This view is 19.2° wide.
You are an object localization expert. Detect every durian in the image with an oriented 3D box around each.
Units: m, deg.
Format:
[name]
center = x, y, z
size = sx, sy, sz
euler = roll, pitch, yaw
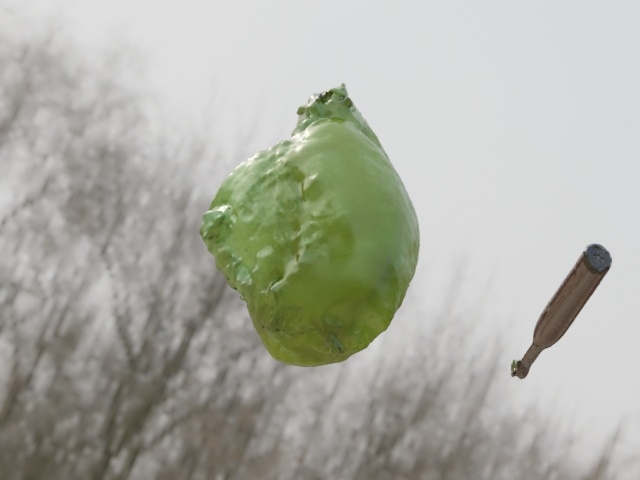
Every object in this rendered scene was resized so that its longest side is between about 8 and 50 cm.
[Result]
[durian]
center = 0.000, 0.000, 2.243
size = 0.340, 0.255, 0.204
euler = 59, -11, 33

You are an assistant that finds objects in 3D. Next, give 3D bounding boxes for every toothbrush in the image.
[toothbrush]
center = 0.279, 0.092, 2.241
size = 0.040, 0.041, 0.364
euler = 21, -26, 1
